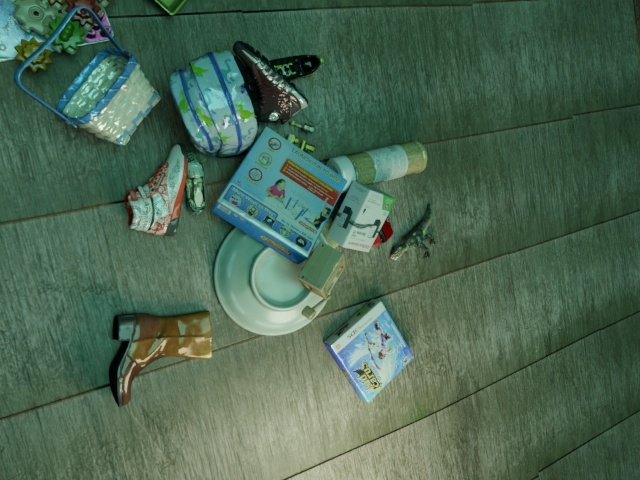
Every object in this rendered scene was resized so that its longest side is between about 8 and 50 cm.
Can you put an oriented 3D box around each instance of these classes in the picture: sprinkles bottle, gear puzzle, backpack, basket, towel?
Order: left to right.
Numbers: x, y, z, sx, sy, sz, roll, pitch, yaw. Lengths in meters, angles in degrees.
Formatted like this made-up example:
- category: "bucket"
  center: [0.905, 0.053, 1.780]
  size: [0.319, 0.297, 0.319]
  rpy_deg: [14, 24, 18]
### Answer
- category: "gear puzzle"
  center: [-0.664, -0.577, 1.331]
  size: [0.176, 0.044, 0.338]
  rpy_deg: [32, 78, -25]
- category: "basket"
  center: [-0.578, -0.395, 1.334]
  size: [0.254, 0.201, 0.289]
  rpy_deg: [-56, 145, -15]
- category: "backpack"
  center: [-0.277, -0.366, 1.425]
  size: [0.274, 0.356, 0.289]
  rpy_deg: [-19, 101, -25]
- category: "towel"
  center: [0.000, 0.000, 1.767]
  size: [0.148, 0.027, 0.110]
  rpy_deg: [-38, 107, -21]
- category: "sprinkles bottle"
  center: [0.194, -0.255, 1.805]
  size: [0.356, 0.121, 0.121]
  rpy_deg: [-17, 100, -26]

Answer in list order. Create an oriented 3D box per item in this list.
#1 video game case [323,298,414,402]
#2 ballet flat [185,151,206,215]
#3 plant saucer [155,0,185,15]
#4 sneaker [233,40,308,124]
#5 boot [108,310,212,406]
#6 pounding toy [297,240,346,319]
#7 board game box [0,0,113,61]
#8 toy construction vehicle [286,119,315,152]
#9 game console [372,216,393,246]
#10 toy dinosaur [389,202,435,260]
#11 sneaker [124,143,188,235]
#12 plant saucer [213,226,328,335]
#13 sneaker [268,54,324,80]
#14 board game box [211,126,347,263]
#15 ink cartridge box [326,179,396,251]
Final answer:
- category: "video game case"
  center: [0.175, 0.385, 1.856]
  size: [0.244, 0.061, 0.269]
  rpy_deg: [-38, 109, -20]
- category: "ballet flat"
  center: [-0.364, -0.168, 1.550]
  size: [0.070, 0.070, 0.188]
  rpy_deg: [-10, 96, -27]
- category: "plant saucer"
  center: [-0.443, -0.761, 1.495]
  size: [0.188, 0.045, 0.188]
  rpy_deg: [39, 75, -23]
- category: "sneaker"
  center: [-0.182, -0.448, 1.584]
  size: [0.281, 0.106, 0.162]
  rpy_deg: [37, 110, -27]
- category: "boot"
  center: [-0.455, 0.336, 1.529]
  size: [0.281, 0.096, 0.263]
  rpy_deg: [5, 82, -35]
- category: "pounding toy"
  center: [-0.015, 0.128, 1.585]
  size: [0.094, 0.181, 0.206]
  rpy_deg: [29, 78, 14]
- category: "board game box"
  center: [-0.777, -0.666, 1.322]
  size: [0.390, 0.050, 0.389]
  rpy_deg: [-23, 102, -26]
- category: "toy construction vehicle"
  center: [-0.061, -0.339, 1.723]
  size: [0.098, 0.035, 0.085]
  rpy_deg: [13, 97, -25]
- category: "game console"
  center: [0.180, -0.058, 1.867]
  size: [0.124, 0.085, 0.143]
  rpy_deg: [-40, 113, -54]
- category: "toy dinosaur"
  center: [0.368, -0.006, 1.943]
  size: [0.118, 0.064, 0.268]
  rpy_deg: [47, 68, -14]
- category: "sneaker"
  center: [-0.463, -0.151, 1.484]
  size: [0.145, 0.090, 0.269]
  rpy_deg: [8, 91, -30]
- category: "plant saucer"
  center: [-0.126, 0.106, 1.648]
  size: [0.401, 0.101, 0.399]
  rpy_deg: [-1, 93, -23]
- category: "sneaker"
  center: [-0.098, -0.543, 1.655]
  size: [0.235, 0.097, 0.084]
  rpy_deg: [-26, 103, -24]
- category: "board game box"
  center: [-0.116, -0.136, 1.592]
  size: [0.308, 0.086, 0.301]
  rpy_deg: [33, 62, -11]
- category: "ink cartridge box"
  center: [0.134, -0.075, 1.739]
  size: [0.153, 0.087, 0.208]
  rpy_deg: [11, 110, -48]
